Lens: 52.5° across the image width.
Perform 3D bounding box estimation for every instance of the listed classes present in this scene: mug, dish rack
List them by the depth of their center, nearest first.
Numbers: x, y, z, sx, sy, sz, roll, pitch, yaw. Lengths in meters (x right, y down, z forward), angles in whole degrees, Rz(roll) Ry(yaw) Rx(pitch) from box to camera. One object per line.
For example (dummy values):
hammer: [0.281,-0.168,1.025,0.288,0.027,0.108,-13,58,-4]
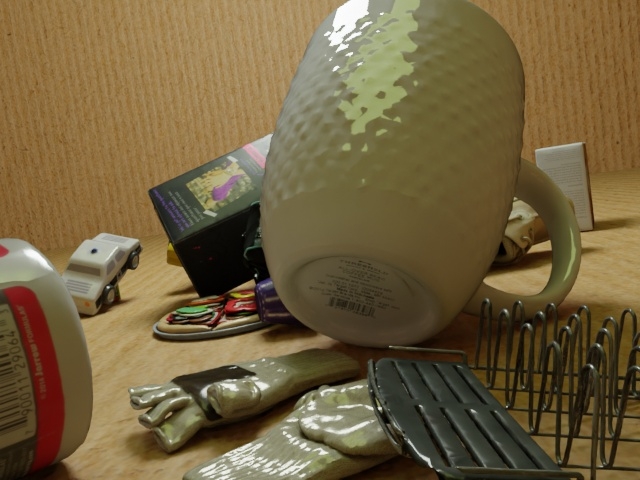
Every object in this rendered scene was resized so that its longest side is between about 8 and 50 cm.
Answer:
dish rack: [0.165,0.079,0.365,0.271,0.074,0.208,3,5,-3]
mug: [0.118,-0.047,0.716,0.374,0.328,0.276,23,-37,-8]

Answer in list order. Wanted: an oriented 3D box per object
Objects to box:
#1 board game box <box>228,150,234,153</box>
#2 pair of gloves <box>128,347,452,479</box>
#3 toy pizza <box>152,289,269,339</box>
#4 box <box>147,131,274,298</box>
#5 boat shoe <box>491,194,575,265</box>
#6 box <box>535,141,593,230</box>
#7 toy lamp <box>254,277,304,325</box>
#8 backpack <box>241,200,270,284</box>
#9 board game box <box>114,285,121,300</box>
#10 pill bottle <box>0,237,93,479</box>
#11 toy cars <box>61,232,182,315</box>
board game box: [-0.075,-0.085,1.503,0.390,0.050,0.390,-12,-27,-30]
pair of gloves: [-0.025,0.123,0.497,0.204,0.042,0.240,-11,8,-29]
toy pizza: [-0.135,0.097,0.912,0.201,0.032,0.201,-8,7,1]
box: [-0.117,-0.045,1.074,0.270,0.165,0.143,-26,51,-10]
boat shoe: [0.285,-0.002,1.034,0.302,0.109,0.098,-10,46,-17]
box: [0.497,-0.108,1.315,0.091,0.170,0.130,-7,6,24]
toy lamp: [0.053,0.056,0.831,0.274,0.080,0.080,-10,7,-15]
backpack: [0.000,0.000,0.930,0.188,0.144,0.166,7,-26,12]
board game box: [-0.471,0.100,1.254,0.092,0.043,0.181,-14,9,-41]
pill bottle: [-0.323,0.109,0.391,0.176,0.176,0.318,-2,8,44]
toy cars: [-0.310,0.002,1.196,0.393,0.087,0.176,-23,46,-28]
